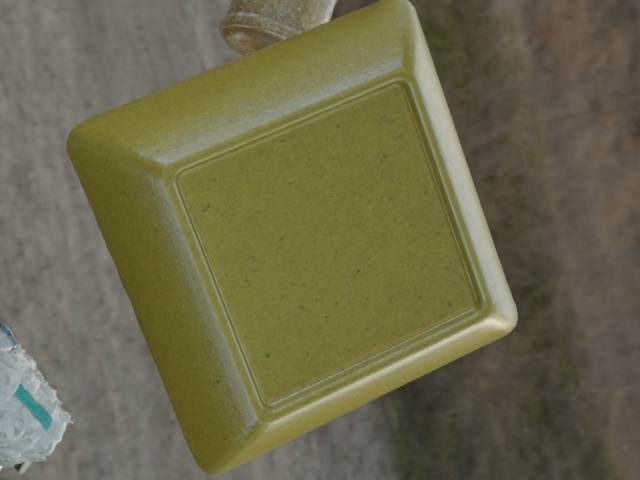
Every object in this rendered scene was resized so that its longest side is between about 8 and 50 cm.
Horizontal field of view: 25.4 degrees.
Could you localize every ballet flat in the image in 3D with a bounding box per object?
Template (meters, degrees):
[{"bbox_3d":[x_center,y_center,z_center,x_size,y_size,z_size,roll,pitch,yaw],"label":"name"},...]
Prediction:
[{"bbox_3d":[-0.355,0.192,1.406,0.147,0.409,0.147,6,77,-27],"label":"ballet flat"}]

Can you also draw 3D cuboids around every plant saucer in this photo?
[{"bbox_3d":[0.000,0.000,1.208,0.081,0.333,0.332,20,-48,68],"label":"plant saucer"}]

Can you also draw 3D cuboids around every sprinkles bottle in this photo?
[{"bbox_3d":[-0.005,-0.375,1.626,0.121,0.121,0.355,38,68,-56],"label":"sprinkles bottle"}]

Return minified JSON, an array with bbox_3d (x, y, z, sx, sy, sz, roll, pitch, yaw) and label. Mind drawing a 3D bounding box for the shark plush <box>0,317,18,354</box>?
[{"bbox_3d":[-0.308,0.034,1.143,0.067,0.073,0.161,-18,52,-34],"label":"shark plush"}]
